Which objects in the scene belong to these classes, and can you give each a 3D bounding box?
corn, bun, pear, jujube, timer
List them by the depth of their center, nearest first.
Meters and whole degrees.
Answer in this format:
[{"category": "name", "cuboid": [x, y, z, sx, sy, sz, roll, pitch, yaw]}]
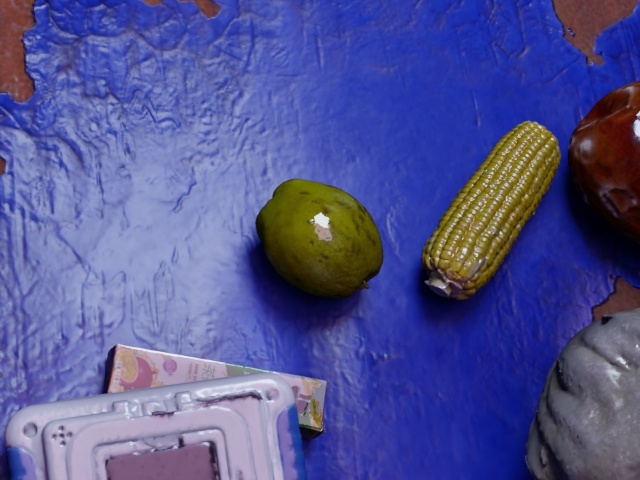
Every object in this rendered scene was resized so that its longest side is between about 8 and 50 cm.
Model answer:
[{"category": "timer", "cuboid": [-0.135, 0.213, 1.099, 0.253, 0.078, 0.178, -8, 81, -12]}, {"category": "bun", "cuboid": [0.316, 0.164, 1.213, 0.204, 0.282, 0.281, 33, 59, 26]}, {"category": "pear", "cuboid": [0.000, 0.000, 1.241, 0.131, 0.107, 0.107, 41, 62, 6]}, {"category": "corn", "cuboid": [0.177, -0.031, 1.326, 0.080, 0.080, 0.238, 38, 60, 0]}, {"category": "jujube", "cuboid": [0.376, -0.062, 1.370, 0.236, 0.168, 0.168, 39, 61, -16]}]

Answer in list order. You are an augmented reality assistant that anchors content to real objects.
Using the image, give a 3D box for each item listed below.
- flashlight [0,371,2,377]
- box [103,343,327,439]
[{"category": "flashlight", "cuboid": [-0.337, 0.107, 1.129, 0.110, 0.052, 0.031, 22, 99, -2]}, {"category": "box", "cuboid": [-0.096, 0.141, 1.187, 0.207, 0.041, 0.050, 11, 67, -12]}]
